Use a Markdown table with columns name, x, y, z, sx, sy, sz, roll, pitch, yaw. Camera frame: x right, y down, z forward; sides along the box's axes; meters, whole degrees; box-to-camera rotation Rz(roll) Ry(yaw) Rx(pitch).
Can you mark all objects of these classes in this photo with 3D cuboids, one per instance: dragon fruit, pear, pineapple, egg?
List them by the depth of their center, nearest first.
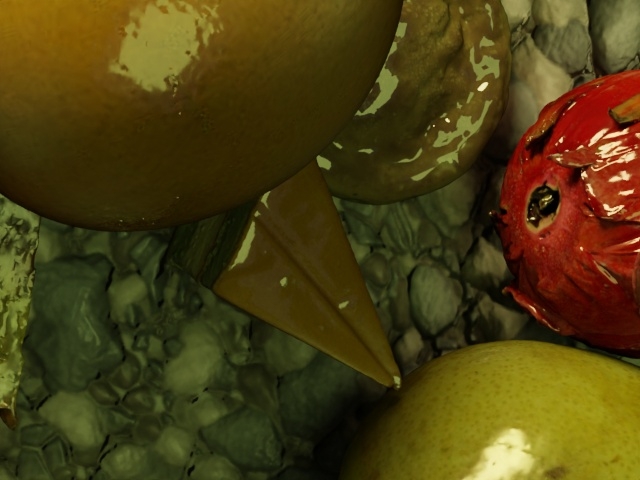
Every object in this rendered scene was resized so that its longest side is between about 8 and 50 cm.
| name | x | y | z | sx | sy | sz | roll | pitch | yaw |
| --- | --- | --- | --- | --- | --- | --- | --- | --- | --- |
| egg | -0.097 | -0.156 | 1.226 | 0.283 | 0.282 | 0.351 | 60 | 43 | -25 |
| pineapple | -0.259 | 0.011 | 1.301 | 0.186 | 0.114 | 0.236 | -36 | 112 | -14 |
| pear | 0.174 | 0.220 | 1.458 | 0.304 | 0.304 | 0.304 | -7 | 106 | -25 |
| dragon fruit | 0.254 | -0.017 | 1.483 | 0.252 | 0.241 | 0.241 | 2 | 102 | -12 |

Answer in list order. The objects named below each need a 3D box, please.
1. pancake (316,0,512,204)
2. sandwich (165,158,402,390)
| name | x | y | z | sx | sy | sz | roll | pitch | yaw |
| --- | --- | --- | --- | --- | --- | --- | --- | --- | --- |
| pancake | 0.052 | -0.141 | 1.453 | 0.222 | 0.042 | 0.236 | 9 | 98 | -26 |
| sandwich | 0.000 | 0.000 | 1.419 | 0.187 | 0.117 | 0.144 | 29 | 92 | -28 |
